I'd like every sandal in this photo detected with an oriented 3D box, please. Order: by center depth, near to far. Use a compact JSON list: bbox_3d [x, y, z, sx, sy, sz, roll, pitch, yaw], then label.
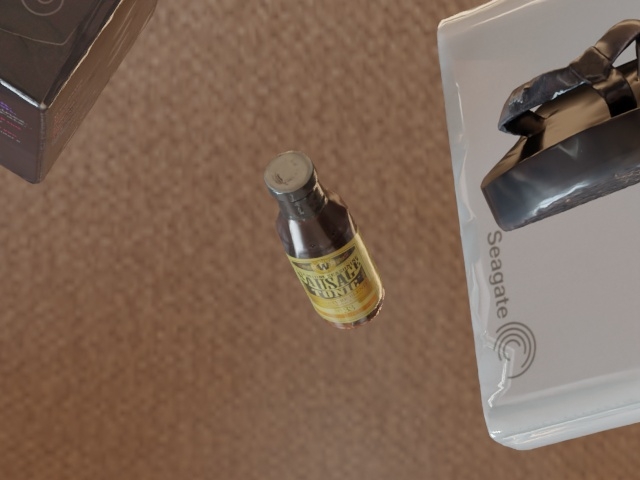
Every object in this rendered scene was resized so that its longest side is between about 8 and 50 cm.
[{"bbox_3d":[0.107,-0.055,0.787,0.097,0.254,0.054,-23,96,10],"label":"sandal"}]

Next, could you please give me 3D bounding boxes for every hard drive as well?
[{"bbox_3d":[0.223,-0.054,0.926,0.353,0.233,0.047,-19,156,32],"label":"hard drive"}]

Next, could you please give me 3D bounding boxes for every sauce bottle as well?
[{"bbox_3d":[0.000,0.000,1.027,0.042,0.042,0.128,-18,144,9],"label":"sauce bottle"}]

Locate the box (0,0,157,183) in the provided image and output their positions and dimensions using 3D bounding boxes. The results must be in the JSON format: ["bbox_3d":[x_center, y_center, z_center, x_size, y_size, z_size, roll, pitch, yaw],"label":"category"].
[{"bbox_3d":[-0.190,-0.150,1.140,0.165,0.270,0.143,33,80,-4],"label":"box"}]
